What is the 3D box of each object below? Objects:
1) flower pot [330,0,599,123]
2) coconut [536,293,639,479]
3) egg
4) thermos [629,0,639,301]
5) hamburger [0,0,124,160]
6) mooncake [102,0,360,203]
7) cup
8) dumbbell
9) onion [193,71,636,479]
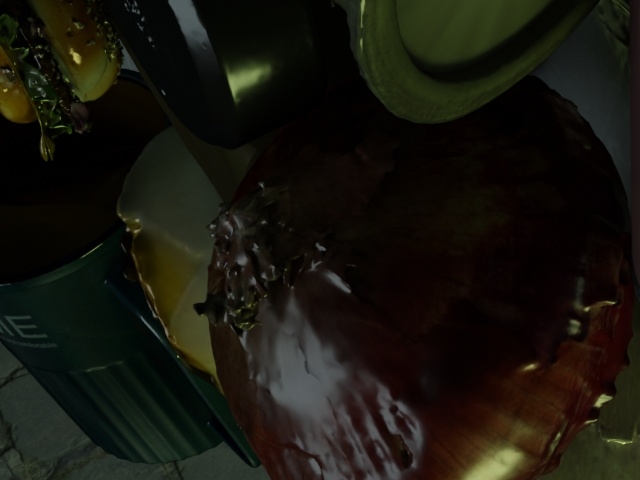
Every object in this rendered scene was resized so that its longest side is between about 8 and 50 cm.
[{"bbox_3d":[0.008,-0.172,0.487,0.202,0.212,0.212,32,156,26],"label":"flower pot"},{"bbox_3d":[0.118,0.126,0.797,0.227,0.227,0.230,90,-173,-69],"label":"coconut"},{"bbox_3d":[0.002,-0.002,1.120,0.286,0.264,0.174,40,132,-13],"label":"egg"},{"bbox_3d":[0.177,-0.034,0.523,0.330,0.136,0.110,75,-163,-51],"label":"thermos"},{"bbox_3d":[-0.191,-0.149,0.956,0.189,0.093,0.164,52,169,42],"label":"hamburger"},{"bbox_3d":[-0.030,-0.173,0.912,0.378,0.200,0.378,59,174,10],"label":"mooncake"},{"bbox_3d":[-0.152,0.035,1.315,0.307,0.242,0.292,5,143,29],"label":"cup"},{"bbox_3d":[0.015,-0.149,0.651,0.152,0.218,0.152,58,168,19],"label":"dumbbell"},{"bbox_3d":[0.024,0.010,0.671,0.163,0.230,0.230,33,-171,-36],"label":"onion"}]
